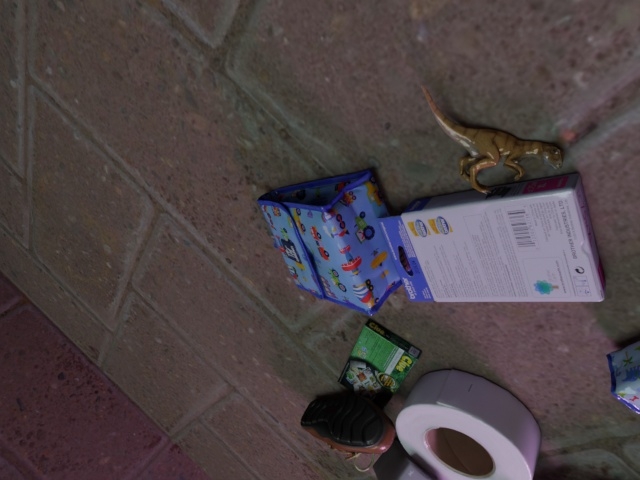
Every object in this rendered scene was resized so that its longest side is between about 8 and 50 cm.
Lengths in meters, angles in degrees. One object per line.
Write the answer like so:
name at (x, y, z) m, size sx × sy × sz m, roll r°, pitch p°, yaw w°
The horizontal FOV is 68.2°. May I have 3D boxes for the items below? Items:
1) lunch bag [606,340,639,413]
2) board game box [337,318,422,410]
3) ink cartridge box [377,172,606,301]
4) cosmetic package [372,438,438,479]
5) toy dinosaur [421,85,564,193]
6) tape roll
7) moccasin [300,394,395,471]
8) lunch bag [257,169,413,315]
lunch bag at (0.526, 0.210, 0.685) m, size 0.151 × 0.096 × 0.129 m, roll 33°, pitch 136°, yaw -8°
board game box at (0.130, 0.299, 1.107) m, size 0.136 × 0.030 × 0.259 m, roll 33°, pitch 137°, yaw 16°
ink cartridge box at (0.258, 0.011, 0.753) m, size 0.311 × 0.065 × 0.185 m, roll -8°, pitch 117°, yaw 39°
cosmetic package at (0.211, 0.576, 1.128) m, size 0.127 × 0.107 × 0.238 m, roll 40°, pitch 175°, yaw 8°
toy dinosaur at (0.229, -0.135, 0.675) m, size 0.212 × 0.064 × 0.112 m, roll 22°, pitch 116°, yaw 11°
tape roll at (0.308, 0.412, 1.003) m, size 0.286 × 0.100 × 0.286 m, roll 21°, pitch 133°, yaw 24°
moccasin at (0.076, 0.481, 1.191) m, size 0.147 × 0.139 × 0.380 m, roll 39°, pitch 147°, yaw -9°
lunch bag at (0.000, 0.000, 0.922) m, size 0.293 × 0.138 × 0.220 m, roll 2°, pitch 124°, yaw 52°
